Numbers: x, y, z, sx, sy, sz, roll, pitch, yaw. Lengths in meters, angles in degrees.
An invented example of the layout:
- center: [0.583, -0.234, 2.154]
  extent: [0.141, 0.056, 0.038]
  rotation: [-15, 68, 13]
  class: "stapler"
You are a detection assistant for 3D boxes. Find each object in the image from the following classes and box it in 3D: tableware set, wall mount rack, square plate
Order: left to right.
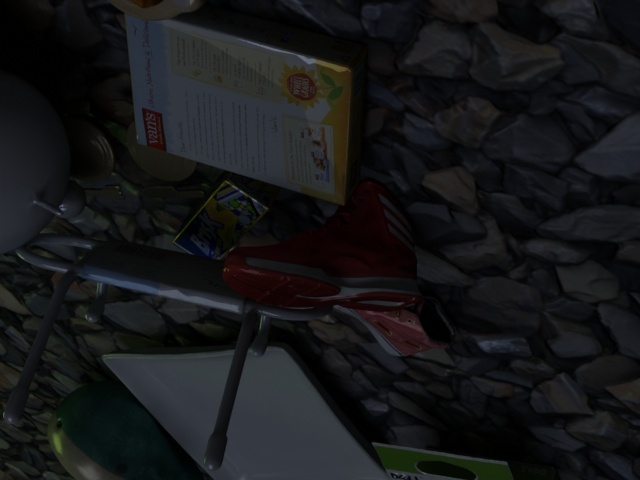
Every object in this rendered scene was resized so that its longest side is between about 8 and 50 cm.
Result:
- center: [-0.216, -0.109, 1.483]
  extent: [0.194, 0.039, 0.128]
  rotation: [1, 126, 24]
  class: "tableware set"
- center: [-0.173, 0.099, 1.404]
  extent: [0.350, 0.304, 0.130]
  rotation: [11, 107, 4]
  class: "wall mount rack"
- center: [-0.082, 0.250, 1.842]
  extent: [0.344, 0.049, 0.347]
  rotation: [-7, 133, 39]
  class: "square plate"

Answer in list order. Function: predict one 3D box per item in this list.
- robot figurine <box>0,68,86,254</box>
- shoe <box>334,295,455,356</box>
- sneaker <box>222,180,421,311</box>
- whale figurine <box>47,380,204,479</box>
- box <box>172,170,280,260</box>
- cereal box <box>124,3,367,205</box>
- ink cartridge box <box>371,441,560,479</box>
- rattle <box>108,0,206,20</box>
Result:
- center: [-0.395, -0.096, 1.422]
  extent: [0.300, 0.200, 0.353]
  rotation: [20, -178, -38]
  class: "robot figurine"
- center: [0.076, 0.066, 1.490]
  extent: [0.081, 0.063, 0.178]
  rotation: [-12, 134, 41]
  class: "shoe"
- center: [0.000, 0.000, 1.374]
  extent: [0.221, 0.128, 0.087]
  rotation: [11, 157, -31]
  class: "sneaker"
- center: [-0.268, 0.300, 1.975]
  extent: [0.272, 0.141, 0.216]
  rotation: [30, -171, -36]
  class: "whale figurine"
- center: [-0.104, -0.034, 1.486]
  extent: [0.059, 0.054, 0.169]
  rotation: [34, 145, -10]
  class: "box"
- center: [-0.075, -0.142, 1.317]
  extent: [0.240, 0.047, 0.173]
  rotation: [18, 136, 16]
  class: "cereal box"
- center: [0.199, 0.310, 1.689]
  extent: [0.189, 0.097, 0.255]
  rotation: [4, 137, 31]
  class: "ink cartridge box"
- center: [-0.211, -0.245, 1.211]
  extent: [0.199, 0.143, 0.130]
  rotation: [13, 142, 18]
  class: "rattle"
